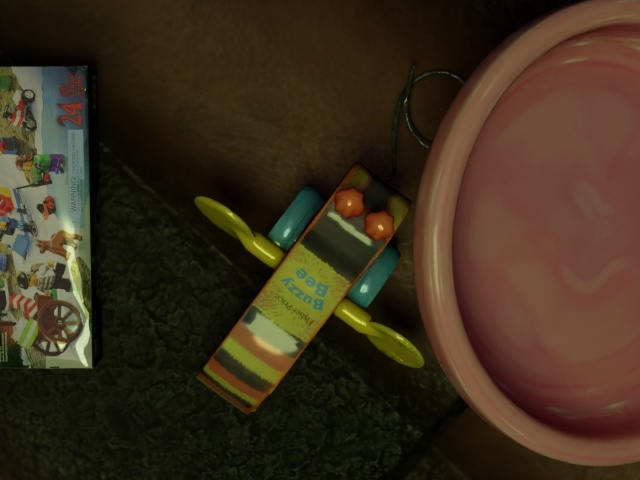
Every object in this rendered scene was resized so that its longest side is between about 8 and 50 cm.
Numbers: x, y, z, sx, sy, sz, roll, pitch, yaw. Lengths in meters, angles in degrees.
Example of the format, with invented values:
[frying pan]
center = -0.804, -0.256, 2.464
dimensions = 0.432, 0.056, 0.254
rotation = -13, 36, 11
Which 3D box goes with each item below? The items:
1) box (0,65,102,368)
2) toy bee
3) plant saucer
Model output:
[box]
center = -0.253, -0.018, 0.974
dimensions = 0.159, 0.044, 0.233
rotation = -1, 94, 0
[toy bee]
center = 0.000, 0.000, 0.919
dimensions = 0.195, 0.162, 0.298
rotation = 15, 94, 1
[plant saucer]
center = 0.203, -0.008, 0.909
dimensions = 0.332, 0.084, 0.332
rotation = -3, 97, -26
